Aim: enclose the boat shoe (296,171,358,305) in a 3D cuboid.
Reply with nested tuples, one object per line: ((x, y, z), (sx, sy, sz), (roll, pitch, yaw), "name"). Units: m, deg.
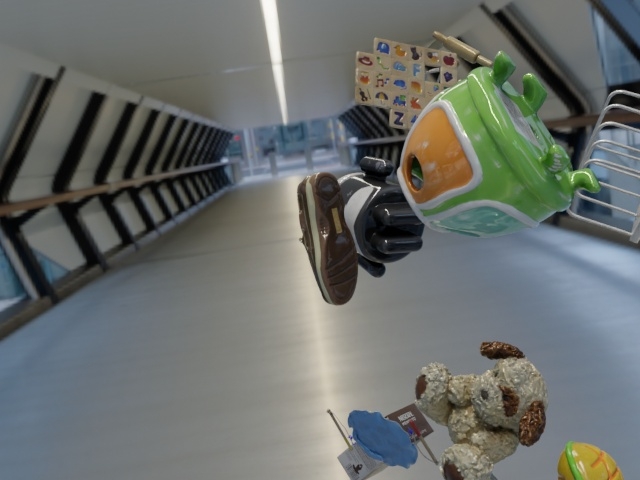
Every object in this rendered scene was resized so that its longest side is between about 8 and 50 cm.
((0.006, -0.001, 1.419), (0.095, 0.257, 0.095), (-6, -1, -38), "boat shoe")

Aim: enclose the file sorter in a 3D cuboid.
((0.681, -0.178, 1.627), (0.173, 0.192, 0.277), (21, 53, 14), "file sorter")

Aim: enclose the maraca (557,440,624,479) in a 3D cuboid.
((0.468, 0.417, 1.232), (0.099, 0.185, 0.127), (-32, 22, 26), "maraca")

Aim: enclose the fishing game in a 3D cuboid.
((0.146, 0.449, 1.668), (0.264, 0.189, 0.041), (-10, 28, 46), "fishing game")

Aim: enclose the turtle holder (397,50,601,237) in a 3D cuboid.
((0.256, -0.122, 1.100), (0.227, 0.243, 0.320), (-34, -3, 27), "turtle holder")

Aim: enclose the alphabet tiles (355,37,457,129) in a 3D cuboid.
((0.187, -0.331, 1.566), (0.238, 0.198, 0.009), (6, -14, -17), "alphabet tiles")

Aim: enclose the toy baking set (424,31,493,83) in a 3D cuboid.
((0.311, -0.402, 1.734), (0.030, 0.256, 0.196), (-44, -20, -22), "toy baking set")

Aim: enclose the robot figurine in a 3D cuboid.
((0.117, -0.051, 1.566), (0.209, 0.174, 0.278), (-52, 28, -3), "robot figurine")

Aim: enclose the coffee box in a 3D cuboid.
((0.182, 0.578, 2.065), (0.141, 0.098, 0.246), (-8, -33, -49), "coffee box")

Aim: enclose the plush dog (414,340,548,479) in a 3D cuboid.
((0.330, 0.316, 1.356), (0.211, 0.225, 0.262), (16, 38, -31), "plush dog")
